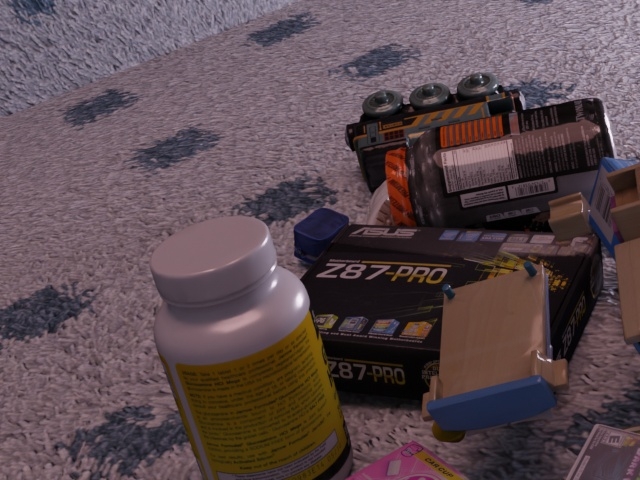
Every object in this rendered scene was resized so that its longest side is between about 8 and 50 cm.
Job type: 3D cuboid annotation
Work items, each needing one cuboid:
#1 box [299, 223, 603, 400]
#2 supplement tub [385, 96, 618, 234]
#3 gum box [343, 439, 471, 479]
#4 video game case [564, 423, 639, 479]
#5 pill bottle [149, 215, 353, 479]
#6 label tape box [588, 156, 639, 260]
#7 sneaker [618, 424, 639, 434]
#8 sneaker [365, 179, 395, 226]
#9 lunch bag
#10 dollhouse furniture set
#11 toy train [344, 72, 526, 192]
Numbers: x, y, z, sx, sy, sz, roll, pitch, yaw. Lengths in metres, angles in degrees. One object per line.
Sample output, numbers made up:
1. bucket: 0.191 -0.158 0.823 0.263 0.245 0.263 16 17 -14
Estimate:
1. box: 0.157 0.095 1.741 0.395 0.097 0.318 4 29 27
2. supplement tub: 0.279 -0.088 1.935 0.338 0.207 0.207 -10 26 12
3. gum box: 0.112 0.299 1.404 0.107 0.062 0.188 -27 28 -22
4. video game case: 0.317 0.284 1.300 0.173 0.022 0.190 10 54 42
5. pill bottle: -0.086 0.149 1.509 0.188 0.334 0.188 -12 26 6
6. label tape box: 0.552 -0.006 1.693 0.334 0.106 0.240 7 24 -8
7. sneaker: 0.381 0.245 1.359 0.192 0.064 0.086 -4 25 19
8. sneaker: 0.115 -0.040 2.095 0.095 0.090 0.235 -26 19 36
9. lunch bag: 0.000 0.000 2.082 0.067 0.065 0.098 25 43 33
10. dollhouse furniture set: 0.282 0.112 1.501 0.303 0.198 0.286 -18 40 24
11. toy train: 0.208 -0.191 2.287 0.334 0.142 0.190 -10 38 7
